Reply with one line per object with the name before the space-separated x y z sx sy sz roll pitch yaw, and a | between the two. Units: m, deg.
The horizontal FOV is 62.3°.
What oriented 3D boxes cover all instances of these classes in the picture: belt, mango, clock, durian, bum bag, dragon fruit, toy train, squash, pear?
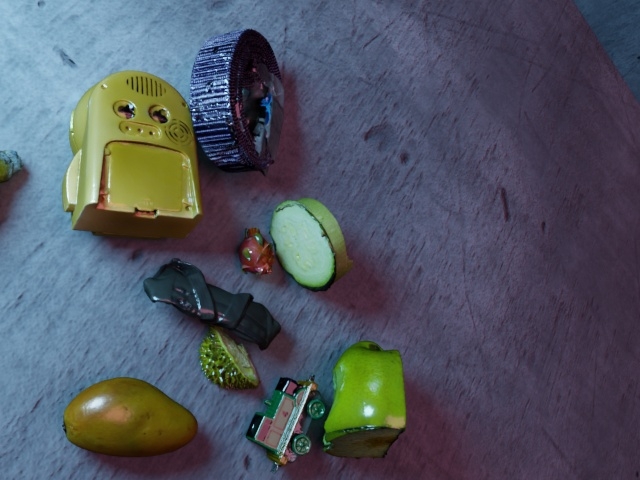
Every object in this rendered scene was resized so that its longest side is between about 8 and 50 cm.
belt | -0.169 -0.298 1.131 0.260 0.122 0.325 60 30 -50
mango | -0.345 0.332 0.991 0.253 0.113 0.139 22 73 -32
clock | -0.353 -0.169 1.019 0.244 0.200 0.317 7 72 -36
durian | -0.203 0.253 1.135 0.215 0.086 0.100 57 25 -18
bum bag | -0.213 0.129 1.102 0.326 0.080 0.142 31 23 -31
dragon fruit | -0.144 0.023 1.187 0.080 0.086 0.116 -12 81 4
toy train | -0.078 0.395 1.177 0.136 0.091 0.228 29 68 -16
squash | -0.006 -0.003 1.199 0.133 0.220 0.220 -28 100 -29
pear | 0.096 0.352 1.219 0.159 0.292 0.293 9 77 0

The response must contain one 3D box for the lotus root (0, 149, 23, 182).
lotus root | -0.633 -0.082 0.838 0.322 0.140 0.158 -32 101 -35
